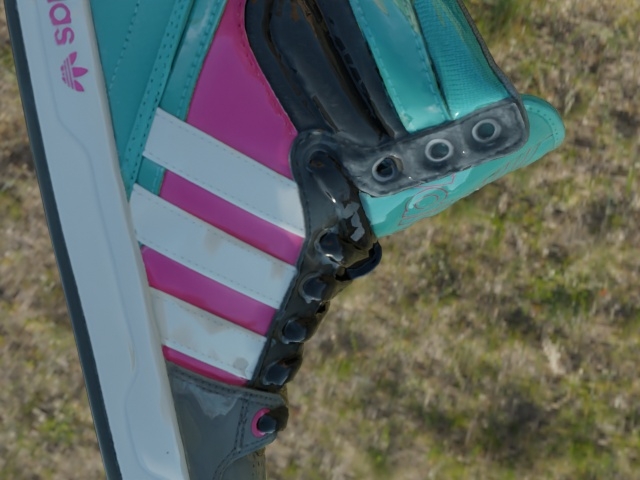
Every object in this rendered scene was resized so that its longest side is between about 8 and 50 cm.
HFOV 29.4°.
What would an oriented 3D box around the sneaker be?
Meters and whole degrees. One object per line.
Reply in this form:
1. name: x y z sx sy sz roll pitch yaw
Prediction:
1. sneaker: 0.000 0.000 0.440 0.178 0.124 0.295 -11 104 -7
